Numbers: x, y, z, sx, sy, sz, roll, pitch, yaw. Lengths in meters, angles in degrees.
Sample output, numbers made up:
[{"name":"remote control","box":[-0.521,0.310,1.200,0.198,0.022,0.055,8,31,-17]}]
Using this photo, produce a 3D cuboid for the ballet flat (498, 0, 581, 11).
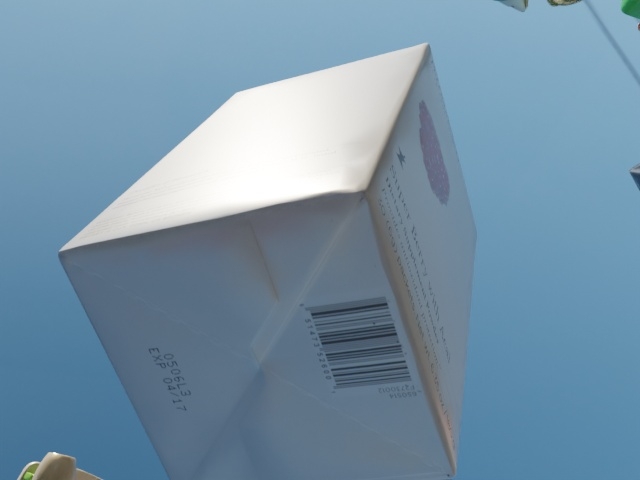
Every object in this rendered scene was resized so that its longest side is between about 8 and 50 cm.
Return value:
[{"name":"ballet flat","box":[0.342,-0.403,1.188,0.087,0.247,0.083,67,-145,-44]}]

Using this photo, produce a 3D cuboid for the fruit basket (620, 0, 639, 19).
[{"name":"fruit basket","box":[0.597,-0.405,0.896,0.391,0.392,0.283,23,-110,-24]}]

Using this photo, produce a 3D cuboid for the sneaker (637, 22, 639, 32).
[{"name":"sneaker","box":[0.533,-0.352,1.165,0.067,0.042,0.119,20,-106,-2]}]

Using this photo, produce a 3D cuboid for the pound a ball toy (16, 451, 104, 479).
[{"name":"pound a ball toy","box":[-0.256,0.377,0.917,0.319,0.208,0.136,38,-122,-29]}]

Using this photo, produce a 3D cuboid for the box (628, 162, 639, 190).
[{"name":"box","box":[0.350,-0.070,0.520,0.183,0.233,0.059,-34,-83,3]}]

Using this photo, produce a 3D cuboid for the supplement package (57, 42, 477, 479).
[{"name":"supplement package","box":[0.000,0.000,0.514,0.293,0.175,0.178,-65,-40,-60]}]
